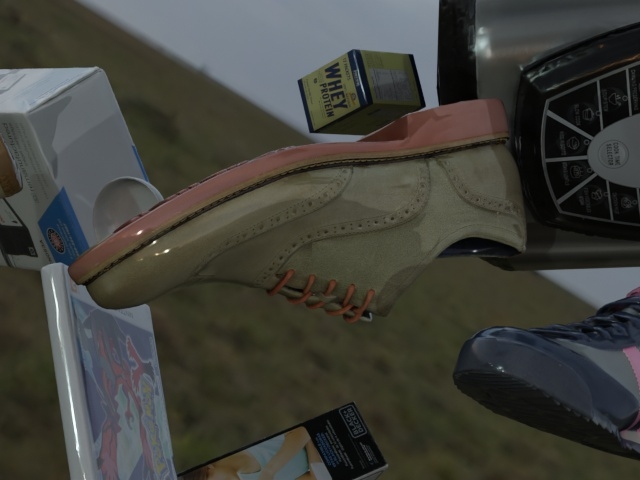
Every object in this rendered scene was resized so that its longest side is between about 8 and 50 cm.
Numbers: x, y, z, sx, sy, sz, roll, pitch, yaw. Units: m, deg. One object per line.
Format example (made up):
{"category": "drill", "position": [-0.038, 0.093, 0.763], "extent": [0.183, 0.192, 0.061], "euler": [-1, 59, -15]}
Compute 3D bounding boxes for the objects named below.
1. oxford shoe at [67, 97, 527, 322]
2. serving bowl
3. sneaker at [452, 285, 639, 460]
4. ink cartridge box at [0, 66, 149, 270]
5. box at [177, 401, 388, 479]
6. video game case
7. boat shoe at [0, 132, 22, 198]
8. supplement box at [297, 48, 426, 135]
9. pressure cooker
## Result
{"category": "oxford shoe", "position": [0.000, 0.000, 1.438], "extent": [0.140, 0.397, 0.146], "euler": [-26, -97, 67]}
{"category": "serving bowl", "position": [-0.173, -0.019, 1.720], "extent": [0.083, 0.083, 0.027], "euler": [33, 22, 23]}
{"category": "sneaker", "position": [0.203, 0.079, 1.286], "extent": [0.112, 0.131, 0.319], "euler": [11, -7, 37]}
{"category": "ink cartridge box", "position": [-0.359, -0.087, 2.250], "extent": [0.307, 0.129, 0.223], "euler": [5, -57, 49]}
{"category": "box", "position": [-0.087, 0.292, 2.030], "extent": [0.087, 0.290, 0.169], "euler": [62, -29, 17]}
{"category": "video game case", "position": [-0.166, 0.132, 1.491], "extent": [0.183, 0.023, 0.201], "euler": [36, 41, -68]}
{"category": "boat shoe", "position": [-0.395, -0.156, 1.683], "extent": [0.342, 0.123, 0.123], "euler": [58, -8, 23]}
{"category": "supplement box", "position": [0.039, -0.141, 1.758], "extent": [0.083, 0.056, 0.083], "euler": [-1, -18, -45]}
{"category": "pressure cooker", "position": [0.340, -0.160, 1.703], "extent": [0.420, 0.375, 0.370], "euler": [-2, -18, 15]}
